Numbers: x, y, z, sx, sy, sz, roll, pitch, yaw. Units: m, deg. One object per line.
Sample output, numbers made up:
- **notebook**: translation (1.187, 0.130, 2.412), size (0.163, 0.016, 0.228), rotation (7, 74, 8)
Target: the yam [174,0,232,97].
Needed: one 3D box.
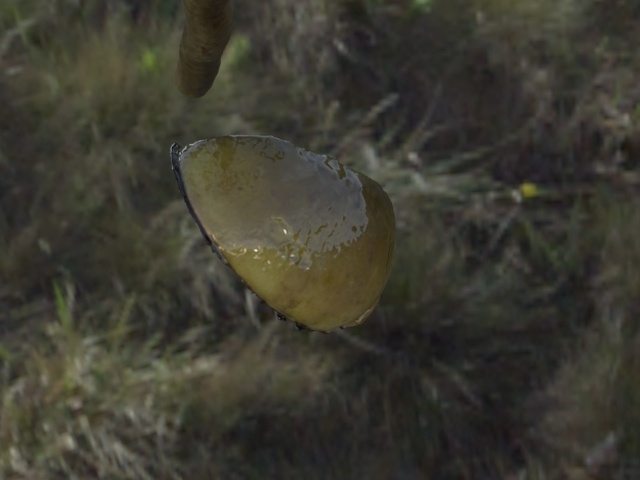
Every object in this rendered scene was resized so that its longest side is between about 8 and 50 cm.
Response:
- **yam**: translation (-0.092, -0.176, 1.311), size (0.045, 0.327, 0.045), rotation (3, 77, -8)

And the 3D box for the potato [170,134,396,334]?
- **potato**: translation (0.000, -0.002, 1.379), size (0.100, 0.261, 0.120), rotation (-29, 50, 23)
